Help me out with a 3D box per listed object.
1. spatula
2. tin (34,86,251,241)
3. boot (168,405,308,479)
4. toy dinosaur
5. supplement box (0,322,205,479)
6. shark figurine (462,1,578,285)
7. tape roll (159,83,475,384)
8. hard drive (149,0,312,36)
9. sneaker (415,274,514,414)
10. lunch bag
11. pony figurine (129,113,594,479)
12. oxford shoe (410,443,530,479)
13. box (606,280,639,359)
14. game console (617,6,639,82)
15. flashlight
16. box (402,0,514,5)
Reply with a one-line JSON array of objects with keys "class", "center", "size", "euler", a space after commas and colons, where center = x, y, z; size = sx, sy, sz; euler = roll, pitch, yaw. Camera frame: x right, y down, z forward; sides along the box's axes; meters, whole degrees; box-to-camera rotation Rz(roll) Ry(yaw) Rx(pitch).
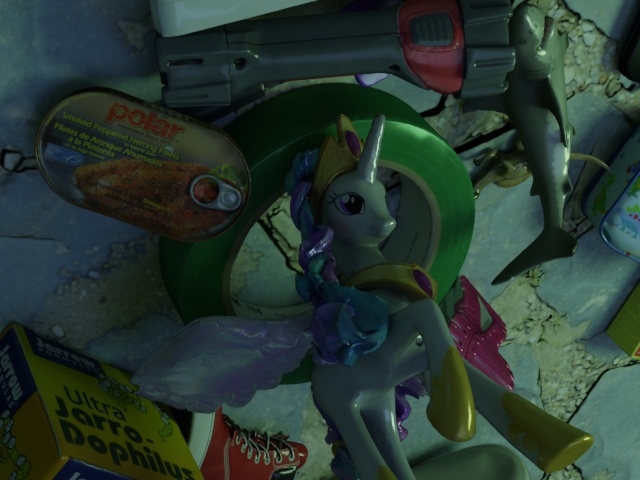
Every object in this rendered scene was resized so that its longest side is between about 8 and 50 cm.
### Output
[{"class": "spatula", "center": [-0.031, -0.152, 1.101], "size": [0.296, 0.030, 0.084], "euler": [-25, 116, -8]}, {"class": "tin", "center": [-0.153, -0.068, 1.046], "size": [0.189, 0.040, 0.106], "euler": [20, 111, -10]}, {"class": "boot", "center": [-0.090, 0.215, 1.323], "size": [0.176, 0.088, 0.244], "euler": [-12, 136, -24]}, {"class": "toy dinosaur", "center": [0.226, -0.090, 1.300], "size": [0.183, 0.053, 0.093], "euler": [-18, 147, -8]}, {"class": "supplement box", "center": [-0.309, 0.294, 1.178], "size": [0.194, 0.195, 0.356], "euler": [30, 106, -42]}, {"class": "shark figurine", "center": [0.201, -0.109, 1.211], "size": [0.116, 0.166, 0.278], "euler": [-2, 109, 18]}, {"class": "tape roll", "center": [0.000, 0.000, 1.210], "size": [0.321, 0.077, 0.321], "euler": [-15, 130, -19]}, {"class": "hard drive", "center": [-0.056, -0.327, 0.915], "size": [0.203, 0.040, 0.308], "euler": [-18, 122, -17]}, {"class": "sneaker", "center": [0.138, 0.134, 1.301], "size": [0.111, 0.252, 0.103], "euler": [-39, 95, 17]}, {"class": "lunch bag", "center": [0.430, -0.043, 1.379], "size": [0.219, 0.090, 0.176], "euler": [25, 112, -19]}, {"class": "pony figurine", "center": [0.035, 0.114, 1.073], "size": [0.302, 0.363, 0.351], "euler": [-4, 142, -37]}, {"class": "oxford shoe", "center": [0.054, 0.361, 1.466], "size": [0.449, 0.169, 0.130], "euler": [-21, 131, -8]}, {"class": "box", "center": [0.466, 0.048, 1.526], "size": [0.087, 0.058, 0.232], "euler": [14, 116, -36]}, {"class": "game console", "center": [0.503, -0.240, 1.246], "size": [0.293, 0.173, 0.250], "euler": [0, 124, -29]}, {"class": "flashlight", "center": [0.011, -0.164, 1.042], "size": [0.304, 0.103, 0.103], "euler": [-6, 127, -5]}, {"class": "box", "center": [0.122, -0.297, 1.068], "size": [0.190, 0.045, 0.184], "euler": [8, 114, -34]}]
